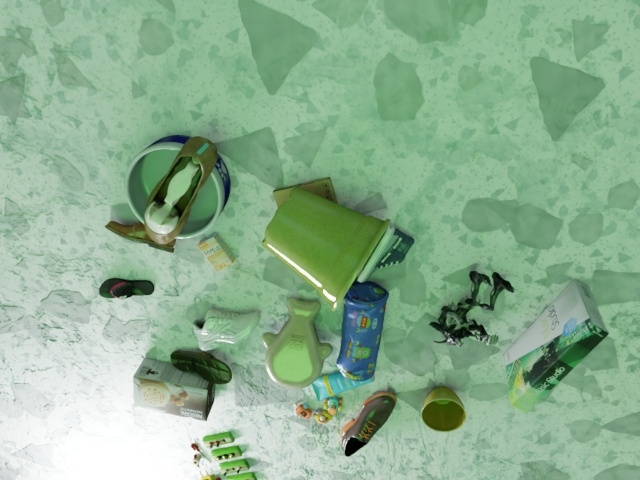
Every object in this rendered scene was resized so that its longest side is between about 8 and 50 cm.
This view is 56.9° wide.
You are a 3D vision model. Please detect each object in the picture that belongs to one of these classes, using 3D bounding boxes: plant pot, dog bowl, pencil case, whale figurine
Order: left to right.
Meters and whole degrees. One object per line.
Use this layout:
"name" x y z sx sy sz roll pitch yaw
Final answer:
"dog bowl" -0.379 -0.144 1.583 0.265 0.104 0.265 3 117 7
"whale figurine" -0.068 0.304 1.776 0.216 0.141 0.272 8 94 3
"plant pot" 0.000 0.000 1.513 0.254 0.276 0.276 32 118 5
"pencil case" 0.115 0.262 1.714 0.133 0.119 0.306 0 118 -11
"plant pot" 0.377 0.506 1.818 0.134 0.095 0.134 4 118 7

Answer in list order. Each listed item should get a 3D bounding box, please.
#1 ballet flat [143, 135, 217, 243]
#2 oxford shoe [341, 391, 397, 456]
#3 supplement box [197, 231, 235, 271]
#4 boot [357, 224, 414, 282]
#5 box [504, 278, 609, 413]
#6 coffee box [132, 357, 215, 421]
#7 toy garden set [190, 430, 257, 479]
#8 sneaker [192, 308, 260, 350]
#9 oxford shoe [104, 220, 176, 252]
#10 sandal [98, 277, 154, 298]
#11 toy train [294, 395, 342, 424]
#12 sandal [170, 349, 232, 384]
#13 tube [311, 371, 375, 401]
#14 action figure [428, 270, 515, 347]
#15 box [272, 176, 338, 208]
"ballet flat" -0.366 -0.105 1.471 0.116 0.124 0.342 35 117 -10
"oxford shoe" 0.158 0.594 1.893 0.097 0.098 0.271 29 118 -7
"supplement box" -0.300 0.033 1.702 0.062 0.036 0.098 -27 110 19
"boot" 0.178 0.054 1.625 0.086 0.069 0.190 28 116 -4
"box" 0.620 0.283 1.590 0.058 0.232 0.322 30 117 -2
"coffee box" -0.475 0.487 1.928 0.246 0.098 0.141 10 118 3
"toy garden set" -0.368 0.803 2.105 0.204 0.049 0.244 -16 114 16
"sneaker" -0.294 0.253 1.789 0.232 0.090 0.115 -22 109 17
"oxford shoe" -0.512 -0.027 1.695 0.212 0.076 0.076 16 88 2
"sandal" -0.599 0.151 1.803 0.179 0.040 0.067 -4 117 10
"toy train" -0.006 0.551 1.924 0.125 0.046 0.166 40 116 -13
"sandal" -0.378 0.396 1.895 0.219 0.060 0.090 9 113 19
"tube" 0.068 0.444 1.859 0.207 0.052 0.080 -22 84 21
"action figure" 0.411 0.216 1.640 0.164 0.141 0.276 18 117 -14
"box" -0.026 -0.064 1.621 0.164 0.021 0.201 -11 115 14
